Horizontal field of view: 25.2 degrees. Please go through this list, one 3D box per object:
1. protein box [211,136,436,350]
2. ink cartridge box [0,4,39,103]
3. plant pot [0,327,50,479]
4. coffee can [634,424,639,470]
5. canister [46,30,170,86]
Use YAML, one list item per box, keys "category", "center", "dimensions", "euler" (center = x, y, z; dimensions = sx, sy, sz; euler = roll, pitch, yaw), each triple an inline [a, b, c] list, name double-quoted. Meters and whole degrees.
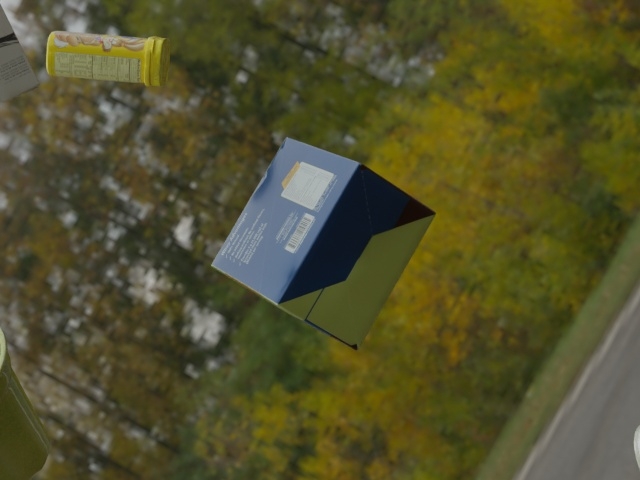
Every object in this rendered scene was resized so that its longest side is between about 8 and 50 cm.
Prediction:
- category: "protein box"
  center: [0.000, 0.000, 1.806]
  dimensions: [0.200, 0.136, 0.201]
  euler: [-60, 30, -3]
- category: "ink cartridge box"
  center: [-0.419, -0.238, 1.752]
  dimensions: [0.063, 0.151, 0.109]
  euler: [-32, 16, -29]
- category: "plant pot"
  center: [-0.611, 0.316, 2.514]
  dimensions: [0.276, 0.276, 0.254]
  euler: [-58, -43, -32]
- category: "coffee can"
  center: [0.647, 0.309, 2.176]
  dimensions: [0.275, 0.201, 0.201]
  euler: [-35, 8, 30]
- category: "canister"
  center: [-0.318, -0.275, 2.160]
  dimensions: [0.126, 0.169, 0.073]
  euler: [-89, 4, -81]
